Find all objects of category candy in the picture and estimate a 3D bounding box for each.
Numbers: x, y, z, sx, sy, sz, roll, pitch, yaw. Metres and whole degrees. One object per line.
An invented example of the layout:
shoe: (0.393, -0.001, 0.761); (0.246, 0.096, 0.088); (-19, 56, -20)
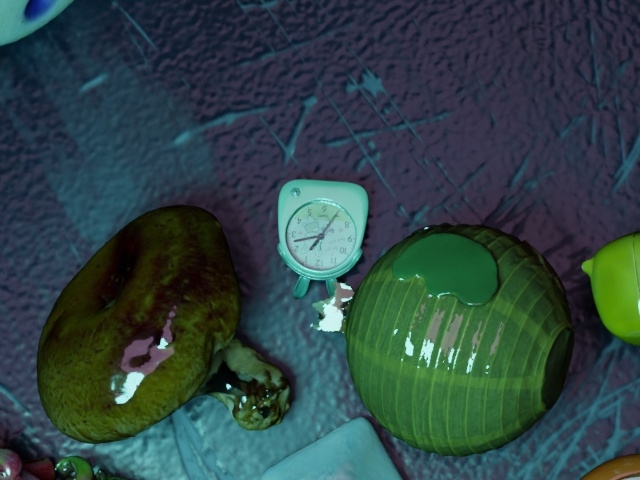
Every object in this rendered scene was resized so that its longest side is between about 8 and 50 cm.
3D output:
candy: (0.032, 0.294, 1.892); (0.138, 0.071, 0.174); (-30, 82, -2)

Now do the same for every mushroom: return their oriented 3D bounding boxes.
mushroom: (-0.188, 0.113, 1.881); (0.267, 0.267, 0.254); (-16, 115, 1)

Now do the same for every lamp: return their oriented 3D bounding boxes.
lamp: (0.123, 0.101, 1.843); (0.284, 0.250, 0.250); (12, 82, 24)

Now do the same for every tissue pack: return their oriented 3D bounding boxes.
tissue pack: (0.356, 0.052, 1.859); (0.127, 0.178, 0.123); (-12, 82, 21)

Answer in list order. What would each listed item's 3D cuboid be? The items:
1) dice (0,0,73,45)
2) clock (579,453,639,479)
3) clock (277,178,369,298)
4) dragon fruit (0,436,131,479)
dice: (-0.369, -0.410, 1.902); (0.277, 0.304, 0.304); (38, 86, 7)
clock: (0.350, 0.331, 1.879); (0.205, 0.051, 0.205); (0, 82, 2)
clock: (0.000, 0.000, 1.954); (0.101, 0.041, 0.135); (6, 83, 3)
dragon fruit: (-0.345, 0.311, 1.865); (0.273, 0.198, 0.218); (7, 69, -21)
